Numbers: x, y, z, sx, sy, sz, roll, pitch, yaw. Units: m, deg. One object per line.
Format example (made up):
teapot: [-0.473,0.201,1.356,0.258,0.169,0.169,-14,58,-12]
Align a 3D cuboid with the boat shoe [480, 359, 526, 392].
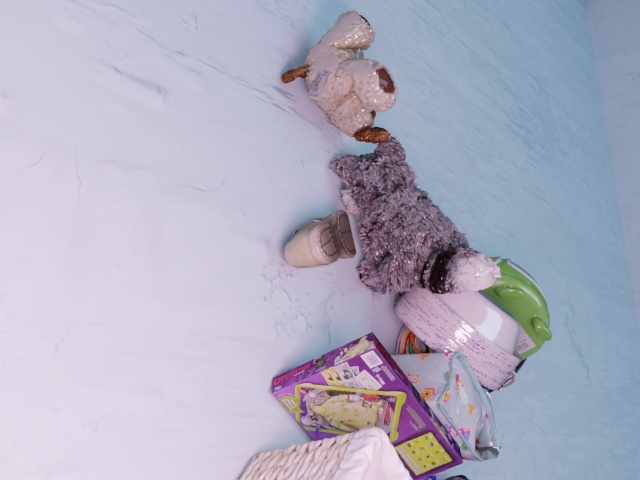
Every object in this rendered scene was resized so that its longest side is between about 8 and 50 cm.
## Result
boat shoe: [0.446,0.323,2.235,0.306,0.104,0.113,-10,87,-57]

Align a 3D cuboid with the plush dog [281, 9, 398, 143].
plush dog: [0.051,-0.306,1.841,0.225,0.210,0.263,58,12,-52]

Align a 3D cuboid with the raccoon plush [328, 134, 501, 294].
raccoon plush: [0.201,-0.067,1.775,0.216,0.446,0.299,-23,99,-30]

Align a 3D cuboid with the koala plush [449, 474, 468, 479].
koala plush: [0.247,0.534,1.714,0.196,0.221,0.203,34,50,-24]

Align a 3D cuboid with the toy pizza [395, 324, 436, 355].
toy pizza: [0.229,0.277,1.985,0.201,0.032,0.201,20,65,-52]

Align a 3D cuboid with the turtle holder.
turtle holder: [0.394,0.144,2.134,0.320,0.243,0.227,24,30,-5]

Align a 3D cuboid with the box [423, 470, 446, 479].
box: [0.243,0.464,1.947,0.081,0.028,0.136,15,63,-54]

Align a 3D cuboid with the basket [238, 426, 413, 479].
basket: [0.002,0.514,1.345,0.328,0.266,0.331,62,36,-19]

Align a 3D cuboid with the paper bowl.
paper bowl: [0.307,0.175,1.888,0.284,0.148,0.284,37,6,-4]

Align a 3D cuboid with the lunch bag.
lunch bag: [0.220,0.349,1.776,0.262,0.223,0.160,53,44,-33]

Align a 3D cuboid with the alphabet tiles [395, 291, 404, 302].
alphabet tiles: [0.262,0.088,2.138,0.342,0.011,0.285,12,68,-54]

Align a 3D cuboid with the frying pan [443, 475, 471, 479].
frying pan: [0.279,0.631,1.886,0.326,0.053,0.197,-25,76,-49]

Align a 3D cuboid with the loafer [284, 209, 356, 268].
loafer: [0.000,0.000,1.710,0.268,0.092,0.102,-10,88,-73]

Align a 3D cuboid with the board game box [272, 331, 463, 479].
board game box: [0.091,0.328,1.605,0.347,0.208,0.056,54,15,-31]
